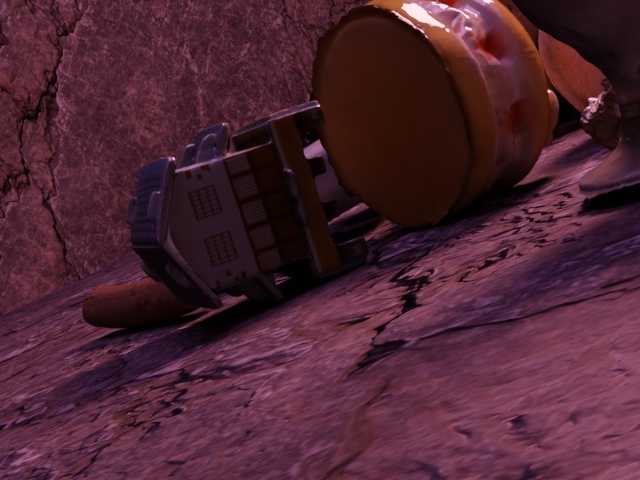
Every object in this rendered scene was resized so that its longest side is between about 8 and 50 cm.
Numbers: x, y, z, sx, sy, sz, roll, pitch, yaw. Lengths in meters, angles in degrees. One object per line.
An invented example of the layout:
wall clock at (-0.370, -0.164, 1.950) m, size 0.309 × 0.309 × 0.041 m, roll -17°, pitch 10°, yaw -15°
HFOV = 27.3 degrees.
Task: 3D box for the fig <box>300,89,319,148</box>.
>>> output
fig at (0.092, -0.163, 1.893) m, size 0.263 × 0.224 × 0.224 m, roll -7°, pitch 8°, yaw 10°

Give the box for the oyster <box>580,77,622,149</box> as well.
oyster at (0.339, -0.120, 1.291) m, size 0.163 × 0.081 × 0.191 m, roll 4°, pitch -1°, yaw 18°

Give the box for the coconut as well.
coconut at (0.379, -0.255, 1.593) m, size 0.224 × 0.224 × 0.234 m, roll -19°, pitch 13°, yaw 38°

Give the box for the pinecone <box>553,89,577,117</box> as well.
pinecone at (0.387, -0.281, 2.048) m, size 0.185 × 0.168 × 0.212 m, roll -24°, pitch 5°, yaw -32°

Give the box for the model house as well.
model house at (-0.091, -0.028, 1.432) m, size 0.215 × 0.198 × 0.224 m, roll -21°, pitch 6°, yaw -14°

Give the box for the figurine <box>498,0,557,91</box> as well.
figurine at (0.236, -0.413, 1.841) m, size 0.361 × 0.378 × 0.266 m, roll -53°, pitch 30°, yaw 6°

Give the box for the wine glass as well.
wine glass at (0.240, -0.221, 1.116) m, size 0.190 × 0.357 × 0.190 m, roll -22°, pitch 8°, yaw 3°

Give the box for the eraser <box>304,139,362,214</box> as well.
eraser at (-0.057, -0.040, 1.742) m, size 0.290 × 0.104 × 0.189 m, roll -30°, pitch 3°, yaw 19°

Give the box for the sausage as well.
sausage at (-0.218, 0.075, 1.664) m, size 0.066 × 0.066 × 0.301 m, roll -26°, pitch 6°, yaw -31°

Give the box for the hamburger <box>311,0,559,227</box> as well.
hamburger at (0.135, -0.144, 1.502) m, size 0.186 × 0.261 × 0.302 m, roll -20°, pitch -38°, yaw -34°

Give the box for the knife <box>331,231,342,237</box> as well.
knife at (0.000, 0.000, 1.723) m, size 0.060 × 0.028 × 0.230 m, roll -21°, pitch 1°, yaw -1°
